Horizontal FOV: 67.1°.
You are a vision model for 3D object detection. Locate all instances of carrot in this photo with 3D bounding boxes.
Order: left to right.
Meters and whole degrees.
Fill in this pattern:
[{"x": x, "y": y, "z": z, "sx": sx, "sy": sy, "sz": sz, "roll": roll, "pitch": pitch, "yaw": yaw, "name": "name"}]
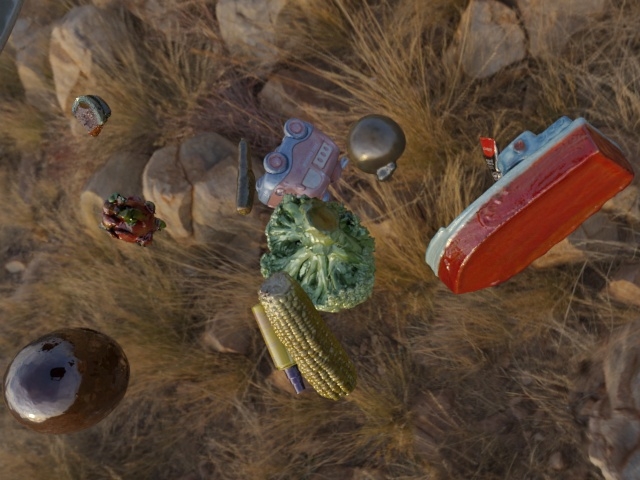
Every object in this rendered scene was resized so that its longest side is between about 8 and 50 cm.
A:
[{"x": -0.263, "y": -0.238, "z": 1.696, "sx": 0.070, "sy": 0.070, "sz": 0.342, "roll": -19, "pitch": 56, "yaw": 20, "name": "carrot"}]

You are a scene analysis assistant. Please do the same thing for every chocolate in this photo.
[{"x": -0.364, "y": 0.196, "z": 0.691, "sx": 0.177, "sy": 0.177, "sz": 0.176, "roll": -9, "pitch": 69, "yaw": 24, "name": "chocolate"}]

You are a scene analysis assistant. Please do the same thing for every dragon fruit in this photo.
[{"x": -0.473, "y": -0.053, "z": 1.195, "sx": 0.142, "sy": 0.175, "sz": 0.138, "roll": -35, "pitch": 78, "yaw": -15, "name": "dragon fruit"}]

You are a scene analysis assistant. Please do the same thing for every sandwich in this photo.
[{"x": -0.407, "y": -0.224, "z": 0.857, "sx": 0.101, "sy": 0.026, "sz": 0.069, "roll": 39, "pitch": 115, "yaw": 28, "name": "sandwich"}]

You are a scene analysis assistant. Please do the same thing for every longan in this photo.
[{"x": 0.099, "y": -0.162, "z": 0.846, "sx": 0.106, "sy": 0.106, "sz": 0.119, "roll": -22, "pitch": 81, "yaw": 19, "name": "longan"}]

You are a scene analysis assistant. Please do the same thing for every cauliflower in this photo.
[{"x": 0.000, "y": 0.000, "z": 1.046, "sx": 0.275, "sy": 0.250, "sz": 0.272, "roll": 15, "pitch": 59, "yaw": 11, "name": "cauliflower"}]

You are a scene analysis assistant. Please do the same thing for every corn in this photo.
[{"x": -0.017, "y": 0.187, "z": 0.887, "sx": 0.097, "sy": 0.319, "sz": 0.097, "roll": -19, "pitch": 33, "yaw": 14, "name": "corn"}]

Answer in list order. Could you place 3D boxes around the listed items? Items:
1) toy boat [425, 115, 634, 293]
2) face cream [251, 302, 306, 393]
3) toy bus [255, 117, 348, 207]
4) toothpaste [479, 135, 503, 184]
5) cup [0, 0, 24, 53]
[{"x": 0.287, "y": -0.048, "z": 0.747, "sx": 0.332, "sy": 0.145, "sz": 0.133, "roll": -49, "pitch": 37, "yaw": 33, "name": "toy boat"}, {"x": -0.107, "y": 0.297, "z": 1.354, "sx": 0.078, "sy": 0.078, "sz": 0.273, "roll": -25, "pitch": 85, "yaw": 18, "name": "face cream"}, {"x": -0.056, "y": -0.217, "z": 1.519, "sx": 0.232, "sy": 0.197, "sz": 0.294, "roll": 28, "pitch": 66, "yaw": -6, "name": "toy bus"}, {"x": 0.429, "y": -0.161, "z": 1.157, "sx": 0.045, "sy": 0.193, "sz": 0.071, "roll": -28, "pitch": 18, "yaw": 0, "name": "toothpaste"}, {"x": -0.301, "y": -0.190, "z": 0.200, "sx": 0.259, "sy": 0.275, "sz": 0.356, "roll": -25, "pitch": 52, "yaw": 58, "name": "cup"}]
